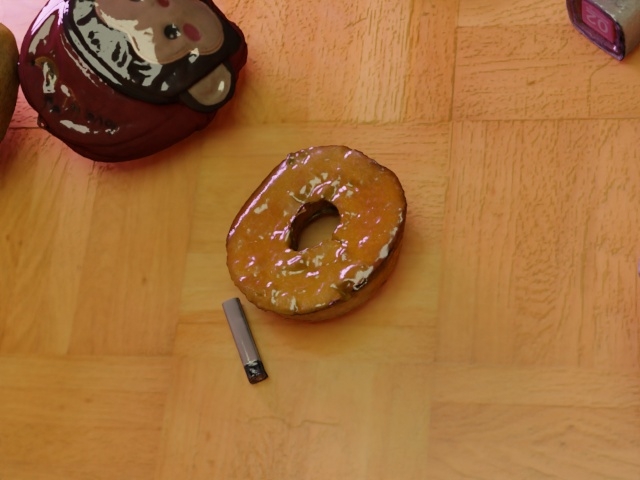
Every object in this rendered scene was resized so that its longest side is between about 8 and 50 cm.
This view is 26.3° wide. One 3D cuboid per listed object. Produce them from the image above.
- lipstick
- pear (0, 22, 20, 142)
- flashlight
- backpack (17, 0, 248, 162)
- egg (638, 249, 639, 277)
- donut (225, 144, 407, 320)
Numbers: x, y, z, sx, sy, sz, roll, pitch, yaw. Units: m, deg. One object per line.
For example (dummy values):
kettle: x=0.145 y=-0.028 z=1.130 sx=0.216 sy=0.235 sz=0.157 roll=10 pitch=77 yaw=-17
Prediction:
lipstick: x=0.349 y=-0.291 z=1.321 sx=0.253 sy=0.077 sz=0.079 roll=-45 pitch=64 yaw=-8
pear: x=-0.424 y=-0.153 z=1.381 sx=0.229 sy=0.188 sz=0.211 roll=19 pitch=68 yaw=20
flashlight: x=-0.071 y=0.093 z=1.281 sx=0.018 sy=0.018 sz=0.083 roll=-23 pitch=63 yaw=1
backpack: x=-0.197 y=-0.182 z=1.376 sx=0.229 sy=0.139 sz=0.229 roll=1 pitch=77 yaw=-3
egg: x=0.402 y=0.070 z=1.037 sx=0.283 sy=0.283 sz=0.345 roll=-23 pitch=76 yaw=3
donut: x=0.000 y=0.000 z=1.284 sx=0.178 sy=0.065 sz=0.162 roll=-45 pitch=59 yaw=-7
